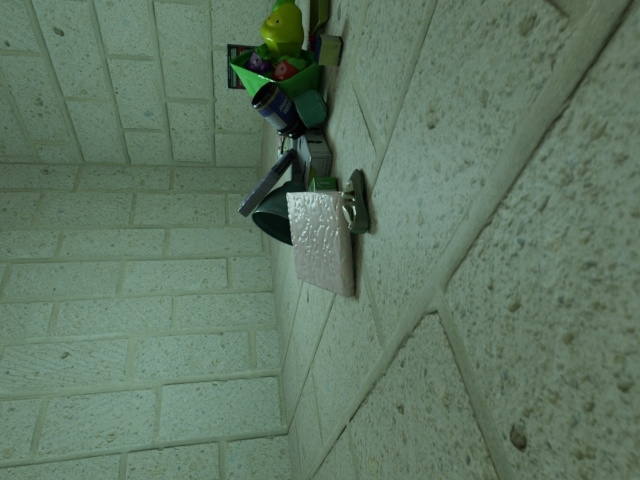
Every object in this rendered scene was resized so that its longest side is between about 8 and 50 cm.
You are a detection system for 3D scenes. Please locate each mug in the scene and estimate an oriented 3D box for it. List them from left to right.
[{"bbox_3d":[-0.028,-0.515,1.685,0.130,0.097,0.158,64,-165,-12],"label":"mug"}]

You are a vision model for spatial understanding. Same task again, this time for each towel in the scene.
[{"bbox_3d":[0.000,0.000,1.461,0.317,0.053,0.332,12,111,55],"label":"towel"}]

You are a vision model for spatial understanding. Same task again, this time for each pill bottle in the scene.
[{"bbox_3d":[-0.151,-0.498,1.697,0.122,0.219,0.123,-28,43,29],"label":"pill bottle"}]

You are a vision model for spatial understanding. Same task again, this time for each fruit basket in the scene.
[{"bbox_3d":[-0.174,-0.762,1.775,0.392,0.283,0.392,39,154,24],"label":"fruit basket"}]

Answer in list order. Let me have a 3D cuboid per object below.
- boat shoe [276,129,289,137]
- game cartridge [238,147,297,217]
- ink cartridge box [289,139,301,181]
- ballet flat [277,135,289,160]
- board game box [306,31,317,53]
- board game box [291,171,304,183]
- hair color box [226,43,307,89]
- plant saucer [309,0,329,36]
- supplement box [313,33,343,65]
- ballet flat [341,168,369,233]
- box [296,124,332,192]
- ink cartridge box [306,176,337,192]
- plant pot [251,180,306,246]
[{"bbox_3d":[-0.110,-0.545,1.944,0.324,0.122,0.120,-79,0,-64],"label":"boat shoe"},{"bbox_3d":[-0.219,-0.252,1.848,0.230,0.068,0.355,-39,14,27],"label":"game cartridge"},{"bbox_3d":[-0.107,-0.331,2.167,0.385,0.091,0.308,-137,46,-84],"label":"ink cartridge box"},{"bbox_3d":[-0.217,-0.549,2.644,0.079,0.076,0.222,33,125,51],"label":"ballet flat"},{"bbox_3d":[-0.043,-0.866,1.901,0.133,0.033,0.169,-118,30,-63],"label":"board game box"},{"bbox_3d":[-0.077,-0.226,1.943,0.026,0.103,0.154,-126,38,-69],"label":"board game box"},{"bbox_3d":[-0.246,-0.798,2.031,0.114,0.374,0.186,-114,26,-61],"label":"hair color box"},{"bbox_3d":[-0.003,-0.913,1.691,0.188,0.045,0.189,-143,52,-74],"label":"plant saucer"},{"bbox_3d":[0.027,-0.650,1.491,0.083,0.083,0.056,102,161,-46],"label":"supplement box"},{"bbox_3d":[0.095,-0.119,1.266,0.072,0.068,0.213,114,152,-62],"label":"ballet flat"},{"bbox_3d":[-0.030,-0.340,1.762,0.290,0.087,0.169,-105,19,-47],"label":"box"},{"bbox_3d":[0.009,-0.111,1.606,0.153,0.086,0.209,133,133,-72],"label":"ink cartridge box"},{"bbox_3d":[-0.112,-0.121,1.802,0.293,0.293,0.196,127,168,-70],"label":"plant pot"}]
